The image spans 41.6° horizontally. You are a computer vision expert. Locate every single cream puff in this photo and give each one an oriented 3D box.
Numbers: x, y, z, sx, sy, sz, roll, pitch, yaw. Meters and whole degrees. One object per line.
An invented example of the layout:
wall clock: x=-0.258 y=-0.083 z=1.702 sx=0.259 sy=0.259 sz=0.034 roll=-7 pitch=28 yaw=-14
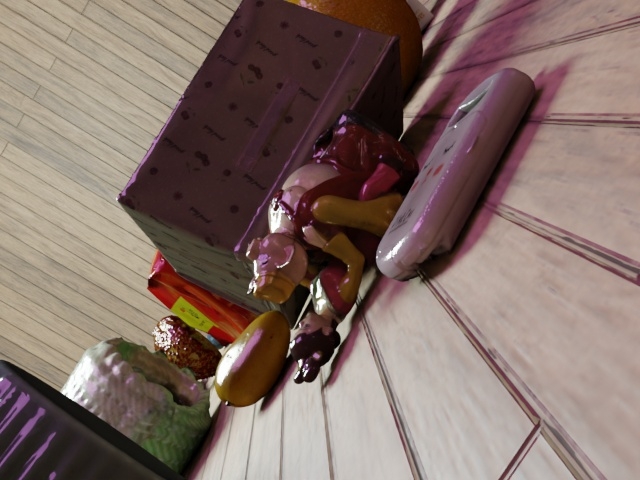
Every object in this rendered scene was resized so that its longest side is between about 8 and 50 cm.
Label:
cream puff: x=-0.244 y=0.204 z=1.527 sx=0.084 sy=0.149 sz=0.149 roll=-49 pitch=4 yaw=-13

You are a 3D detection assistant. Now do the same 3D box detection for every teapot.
teapot: x=-0.202 y=0.186 z=1.715 sx=0.064 sy=0.049 sz=0.083 roll=-62 pitch=7 yaw=-27

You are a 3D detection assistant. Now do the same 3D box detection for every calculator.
calculator: x=0.094 y=-0.048 z=0.589 sx=0.175 sy=0.032 sz=0.100 roll=-60 pitch=6 yaw=-14

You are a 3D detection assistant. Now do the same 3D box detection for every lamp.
lamp: x=0.000 y=0.000 z=0.737 sx=0.253 sy=0.118 sz=0.118 roll=-61 pitch=6 yaw=-32

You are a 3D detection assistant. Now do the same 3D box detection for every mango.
mango: x=-0.069 y=0.127 z=0.897 sx=0.114 sy=0.060 sz=0.080 roll=-54 pitch=9 yaw=4

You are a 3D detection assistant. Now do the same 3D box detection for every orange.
orange: x=0.032 y=-0.279 z=1.289 sx=0.264 sy=0.264 sz=0.264 roll=-57 pitch=6 yaw=10

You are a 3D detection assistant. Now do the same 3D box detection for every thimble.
thimble: x=-0.262 y=0.244 z=1.192 sx=0.150 sy=0.219 sz=0.219 roll=-58 pitch=6 yaw=3

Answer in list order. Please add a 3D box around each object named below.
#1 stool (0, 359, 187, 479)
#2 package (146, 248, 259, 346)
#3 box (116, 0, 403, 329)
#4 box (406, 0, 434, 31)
stool: x=-0.275 y=0.303 z=0.708 sx=0.330 sy=0.297 sz=0.297 roll=-55 pitch=5 yaw=-16
package: x=-0.175 y=0.078 z=1.353 sx=0.123 sy=0.196 sz=0.423 roll=-55 pitch=4 yaw=-13
box: x=-0.052 y=-0.090 z=0.966 sx=0.297 sy=0.190 sz=0.225 roll=-60 pitch=-17 yaw=-16
box: x=0.097 y=-0.467 z=1.647 sx=0.067 sy=0.233 sz=0.149 roll=-48 pitch=4 yaw=-17
